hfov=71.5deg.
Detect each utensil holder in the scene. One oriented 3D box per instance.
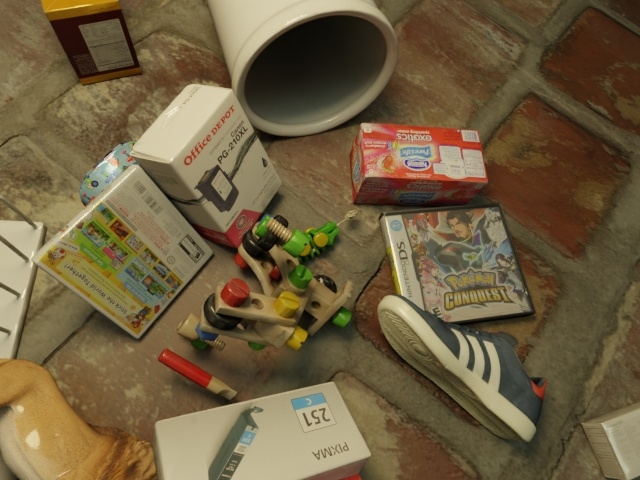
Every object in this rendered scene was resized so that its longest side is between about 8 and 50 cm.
[{"bbox_3d":[-0.066,-0.466,0.914,0.328,0.327,0.385,-15,69,-15],"label":"utensil holder"}]

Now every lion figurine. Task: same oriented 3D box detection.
[{"bbox_3d":[-0.377,0.270,0.599,0.392,0.142,0.240,54,29,-1],"label":"lion figurine"}]

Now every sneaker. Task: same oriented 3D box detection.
[{"bbox_3d":[0.259,0.193,0.799,0.350,0.131,0.148,43,67,-6],"label":"sneaker"}]

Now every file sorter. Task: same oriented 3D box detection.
[{"bbox_3d":[-0.593,0.066,0.693,0.193,0.173,0.277,3,68,-8],"label":"file sorter"}]

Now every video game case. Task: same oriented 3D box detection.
[{"bbox_3d":[0.276,0.047,0.911,0.275,0.035,0.248,-5,69,-11],"label":"video game case"},{"bbox_3d":[-0.310,0.024,0.742,0.026,0.227,0.206,18,61,38],"label":"video game case"}]

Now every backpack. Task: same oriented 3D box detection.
[{"bbox_3d":[-0.333,-0.083,0.792,0.117,0.173,0.158,36,67,6],"label":"backpack"}]

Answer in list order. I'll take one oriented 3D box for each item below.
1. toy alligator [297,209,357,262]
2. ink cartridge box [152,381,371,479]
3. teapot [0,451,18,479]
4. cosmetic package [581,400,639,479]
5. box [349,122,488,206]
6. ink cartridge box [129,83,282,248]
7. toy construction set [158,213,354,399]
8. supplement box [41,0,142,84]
[{"bbox_3d":[0.000,0.000,0.880,0.190,0.056,0.051,-26,114,-17],"label":"toy alligator"},{"bbox_3d":[-0.061,0.351,0.623,0.296,0.066,0.261,-3,41,-29],"label":"ink cartridge box"},{"bbox_3d":[-0.559,0.338,0.581,0.256,0.187,0.252,8,67,-5],"label":"teapot"},{"bbox_3d":[0.620,0.354,0.828,0.239,0.060,0.098,-12,73,-14],"label":"cosmetic package"},{"bbox_3d":[0.197,-0.153,0.931,0.257,0.122,0.128,1,68,-8],"label":"box"},{"bbox_3d":[-0.187,-0.127,0.790,0.100,0.237,0.172,17,63,29],"label":"ink cartridge box"},{"bbox_3d":[-0.078,0.133,0.741,0.237,0.257,0.309,37,94,-13],"label":"toy construction set"},{"bbox_3d":[-0.477,-0.469,0.912,0.129,0.194,0.191,-18,72,-15],"label":"supplement box"}]
